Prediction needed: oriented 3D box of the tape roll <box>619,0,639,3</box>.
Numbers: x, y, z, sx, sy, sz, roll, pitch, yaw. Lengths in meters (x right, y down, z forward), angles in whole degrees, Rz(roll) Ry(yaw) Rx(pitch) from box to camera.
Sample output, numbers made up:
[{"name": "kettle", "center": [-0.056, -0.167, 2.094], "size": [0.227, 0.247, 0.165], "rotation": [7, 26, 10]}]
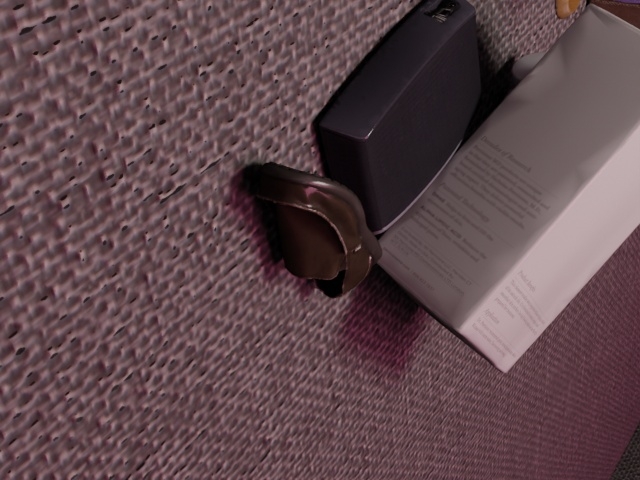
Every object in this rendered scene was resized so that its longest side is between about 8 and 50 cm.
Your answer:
[{"name": "tape roll", "center": [0.346, -0.396, 1.001], "size": [0.090, 0.275, 0.275], "rotation": [-58, 147, -22]}]

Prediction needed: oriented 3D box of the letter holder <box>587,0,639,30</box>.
[{"name": "letter holder", "center": [0.548, -0.255, 1.470], "size": [0.152, 0.214, 0.301], "rotation": [-40, 138, -42]}]

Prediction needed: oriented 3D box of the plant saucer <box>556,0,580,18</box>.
[{"name": "plant saucer", "center": [0.363, -0.361, 1.309], "size": [0.083, 0.015, 0.083], "rotation": [-34, 133, -47]}]

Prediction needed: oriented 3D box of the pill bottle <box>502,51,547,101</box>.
[{"name": "pill bottle", "center": [0.301, -0.152, 1.229], "size": [0.108, 0.108, 0.193], "rotation": [-49, 143, -34]}]

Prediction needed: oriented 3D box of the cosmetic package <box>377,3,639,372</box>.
[{"name": "cosmetic package", "center": [0.264, -0.051, 1.060], "size": [0.385, 0.156, 0.217], "rotation": [-49, 148, -1]}]

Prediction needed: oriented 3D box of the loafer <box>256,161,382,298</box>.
[{"name": "loafer", "center": [0.000, 0.000, 0.844], "size": [0.078, 0.080, 0.220], "rotation": [-65, 149, -13]}]

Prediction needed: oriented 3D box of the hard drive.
[{"name": "hard drive", "center": [0.097, -0.133, 0.956], "size": [0.254, 0.054, 0.172], "rotation": [-50, 144, -32]}]
